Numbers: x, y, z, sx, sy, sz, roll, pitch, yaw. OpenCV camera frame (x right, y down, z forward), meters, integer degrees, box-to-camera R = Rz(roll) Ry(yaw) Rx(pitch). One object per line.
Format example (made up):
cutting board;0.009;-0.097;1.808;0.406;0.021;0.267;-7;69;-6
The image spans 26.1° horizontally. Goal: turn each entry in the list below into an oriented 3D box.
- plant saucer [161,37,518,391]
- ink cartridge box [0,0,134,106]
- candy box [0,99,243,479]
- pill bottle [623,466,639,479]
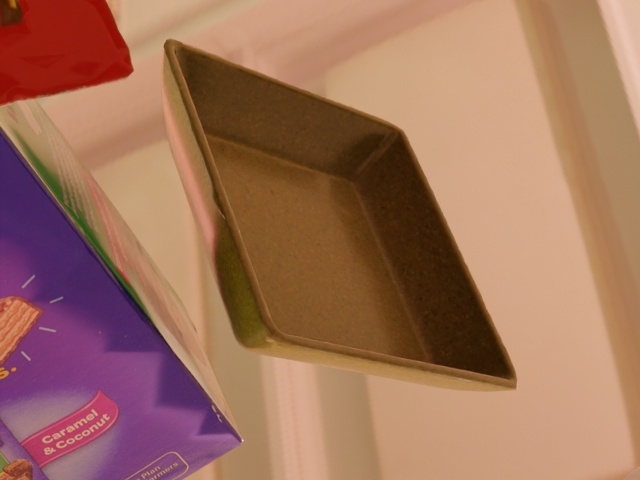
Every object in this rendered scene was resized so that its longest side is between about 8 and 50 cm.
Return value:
plant saucer;0.000;0.000;0.721;0.045;0.188;0.188;-42;-128;29
ink cartridge box;-0.265;-0.155;0.371;0.308;0.385;0.091;66;-31;13
candy box;-0.222;0.038;0.599;0.268;0.317;0.122;-31;-134;-1
pill bottle;0.268;0.096;0.582;0.265;0.153;0.153;-36;-132;27
